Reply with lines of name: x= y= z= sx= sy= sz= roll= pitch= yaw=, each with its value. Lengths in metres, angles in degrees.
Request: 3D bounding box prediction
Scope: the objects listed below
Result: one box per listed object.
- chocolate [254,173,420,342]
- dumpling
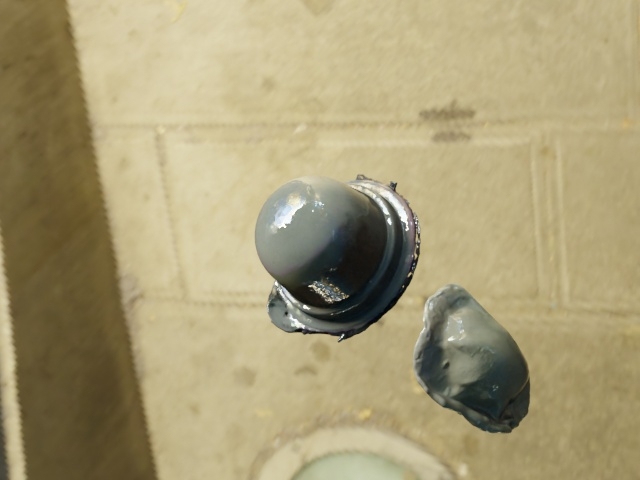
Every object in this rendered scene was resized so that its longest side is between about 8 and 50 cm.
chocolate: x=-0.008 y=0.001 z=1.799 sx=0.221 sy=0.221 sz=0.147 roll=-33 pitch=141 yaw=28
dumpling: x=0.201 y=0.173 z=2.043 sx=0.229 sy=0.151 sz=0.124 roll=49 pitch=143 yaw=-17
